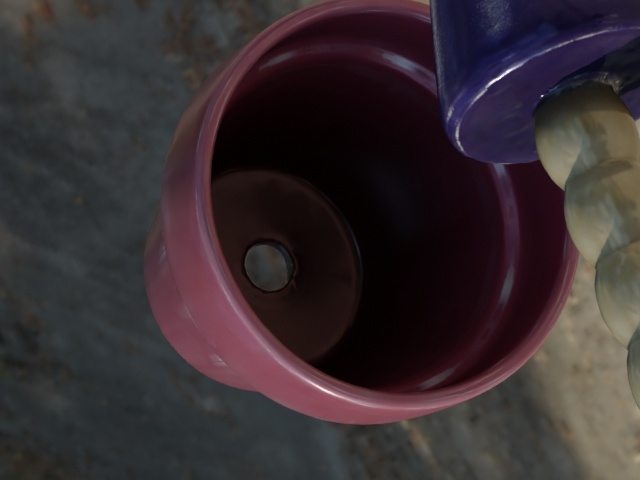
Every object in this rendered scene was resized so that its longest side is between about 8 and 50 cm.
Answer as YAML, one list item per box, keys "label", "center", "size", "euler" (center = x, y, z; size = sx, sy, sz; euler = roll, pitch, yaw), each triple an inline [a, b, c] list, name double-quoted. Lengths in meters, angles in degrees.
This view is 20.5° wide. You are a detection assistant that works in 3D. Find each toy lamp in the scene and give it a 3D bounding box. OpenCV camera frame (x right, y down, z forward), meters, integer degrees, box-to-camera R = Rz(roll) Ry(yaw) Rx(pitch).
- label: "toy lamp"
  center: [0.094, 0.021, 0.484]
  size: [0.080, 0.080, 0.274]
  euler: [96, 158, -67]

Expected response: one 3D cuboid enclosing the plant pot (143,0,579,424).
- label: "plant pot"
  center: [0.000, 0.000, 0.889]
  size: [0.201, 0.201, 0.180]
  euler: [62, 152, 1]
